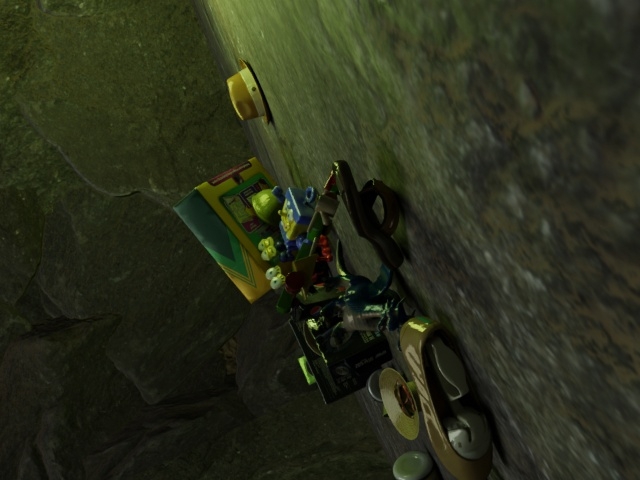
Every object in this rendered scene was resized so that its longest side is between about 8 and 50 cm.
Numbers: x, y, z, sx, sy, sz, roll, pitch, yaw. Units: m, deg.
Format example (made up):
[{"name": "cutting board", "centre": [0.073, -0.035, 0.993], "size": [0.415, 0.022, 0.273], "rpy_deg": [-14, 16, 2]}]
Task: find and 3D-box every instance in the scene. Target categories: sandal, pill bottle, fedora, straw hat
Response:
[{"name": "sandal", "centre": [0.071, -0.033, 0.766], "size": [0.219, 0.060, 0.090], "rpy_deg": [50, -165, -50]}, {"name": "pill bottle", "centre": [0.254, 0.621, 1.536], "size": [0.103, 0.103, 0.184], "rpy_deg": [-132, 19, -73]}, {"name": "fedora", "centre": [-0.204, -0.394, 1.696], "size": [0.194, 0.079, 0.194], "rpy_deg": [155, 90, -85]}, {"name": "straw hat", "centre": [0.170, 0.292, 1.151], "size": [0.144, 0.061, 0.144], "rpy_deg": [50, 149, 45]}, {"name": "pill bottle", "centre": [0.151, 0.356, 1.517], "size": [0.137, 0.078, 0.078], "rpy_deg": [84, 161, -74]}]

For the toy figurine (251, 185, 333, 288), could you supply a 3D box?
[{"name": "toy figurine", "centre": [-0.038, -0.062, 1.525], "size": [0.362, 0.191, 0.217], "rpy_deg": [-109, 31, -41]}]

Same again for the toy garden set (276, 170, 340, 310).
[{"name": "toy garden set", "centre": [0.000, 0.000, 0.973], "size": [0.049, 0.244, 0.204], "rpy_deg": [22, 169, 1]}]

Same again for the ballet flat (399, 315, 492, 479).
[{"name": "ballet flat", "centre": [0.165, 0.205, 0.776], "size": [0.232, 0.080, 0.073], "rpy_deg": [65, 160, -2]}]

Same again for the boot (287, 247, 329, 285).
[{"name": "boot", "centre": [-0.085, 0.021, 2.040], "size": [0.260, 0.131, 0.347], "rpy_deg": [-146, 42, -67]}]

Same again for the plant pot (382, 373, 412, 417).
[{"name": "plant pot", "centre": [0.166, 0.333, 1.348], "size": [0.083, 0.083, 0.079], "rpy_deg": [77, 180, -64]}]

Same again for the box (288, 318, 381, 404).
[{"name": "box", "centre": [0.046, 0.314, 1.794], "size": [0.103, 0.184, 0.261], "rpy_deg": [76, 170, -77]}]

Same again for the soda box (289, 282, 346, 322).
[{"name": "soda box", "centre": [0.008, 0.136, 1.439], "size": [0.060, 0.169, 0.053], "rpy_deg": [-120, 27, -45]}]

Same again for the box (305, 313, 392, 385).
[{"name": "box", "centre": [0.062, 0.227, 1.459], "size": [0.180, 0.147, 0.077], "rpy_deg": [-120, 8, -52]}]

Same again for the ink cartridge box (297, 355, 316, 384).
[{"name": "ink cartridge box", "centre": [0.043, 0.407, 2.074], "size": [0.062, 0.209, 0.109], "rpy_deg": [75, 170, -53]}]

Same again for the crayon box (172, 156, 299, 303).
[{"name": "crayon box", "centre": [-0.184, -0.041, 1.691], "size": [0.313, 0.106, 0.363], "rpy_deg": [52, -153, -4]}]

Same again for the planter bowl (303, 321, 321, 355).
[{"name": "planter bowl", "centre": [0.049, 0.239, 1.694], "size": [0.162, 0.162, 0.109], "rpy_deg": [64, -165, 19]}]

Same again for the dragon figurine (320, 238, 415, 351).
[{"name": "dragon figurine", "centre": [0.081, 0.082, 0.965], "size": [0.289, 0.144, 0.085], "rpy_deg": [-81, -29, -63]}]
